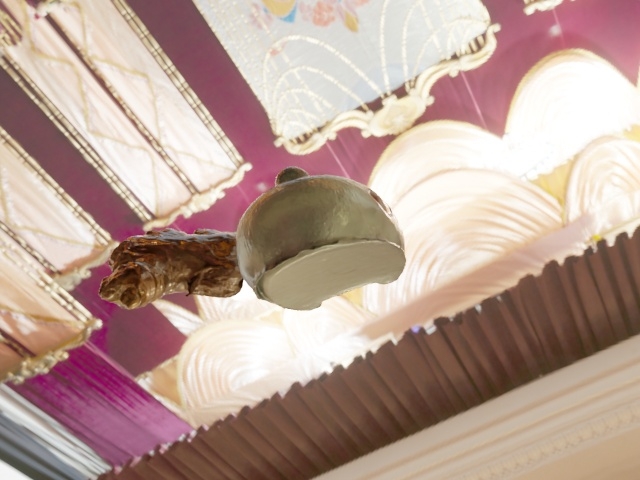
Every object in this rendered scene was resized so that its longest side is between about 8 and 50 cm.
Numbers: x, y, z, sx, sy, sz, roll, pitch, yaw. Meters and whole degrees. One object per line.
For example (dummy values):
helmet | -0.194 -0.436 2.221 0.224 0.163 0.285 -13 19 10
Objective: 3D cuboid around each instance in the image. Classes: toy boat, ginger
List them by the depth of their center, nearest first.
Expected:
toy boat | 0.000 0.000 0.508 0.134 0.208 0.078 -18 -109 11
ginger | -0.159 0.033 0.834 0.166 0.333 0.080 46 -58 30
